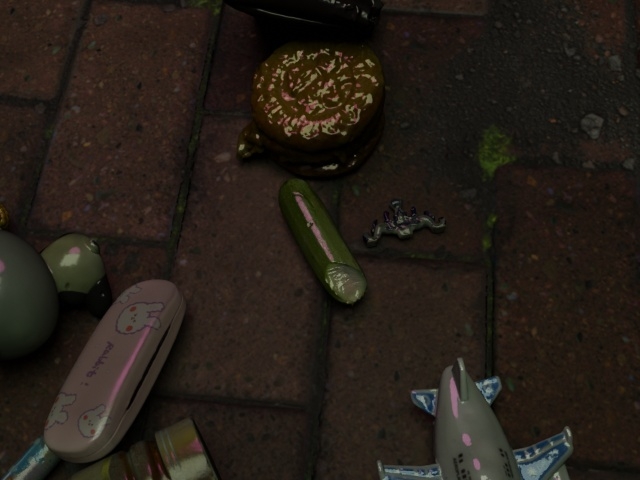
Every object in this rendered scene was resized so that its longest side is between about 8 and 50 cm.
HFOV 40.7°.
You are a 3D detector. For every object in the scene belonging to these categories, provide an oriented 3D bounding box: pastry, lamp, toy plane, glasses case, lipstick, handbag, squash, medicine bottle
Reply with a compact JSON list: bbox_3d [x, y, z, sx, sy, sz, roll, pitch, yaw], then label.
[{"bbox_3d":[-0.008,-0.232,1.414,0.235,0.132,0.240,13,63,7],"label":"pastry"},{"bbox_3d":[-0.440,0.068,1.256,0.243,0.198,0.198,-19,62,-34],"label":"lamp"},{"bbox_3d":[0.207,0.295,1.151,0.266,0.123,0.267,0,66,1],"label":"toy plane"},{"bbox_3d":[-0.284,0.176,1.214,0.113,0.075,0.297,-3,46,28],"label":"glasses case"},{"bbox_3d":[-0.420,0.341,1.178,0.048,0.048,0.158,33,68,17],"label":"lipstick"},{"bbox_3d":[-0.021,-0.407,1.438,0.256,0.285,0.114,17,102,2],"label":"handbag"},{"bbox_3d":[0.000,0.000,1.332,0.069,0.069,0.239,-25,65,-11],"label":"squash"},{"bbox_3d":[-0.281,0.366,1.105,0.322,0.151,0.151,-25,65,-11],"label":"medicine bottle"}]

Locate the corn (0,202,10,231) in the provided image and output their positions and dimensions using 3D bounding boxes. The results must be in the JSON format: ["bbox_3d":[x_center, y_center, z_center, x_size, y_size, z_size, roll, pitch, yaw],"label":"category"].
[{"bbox_3d":[-0.580,-0.083,1.381,0.080,0.080,0.231,-37,69,-16],"label":"corn"}]

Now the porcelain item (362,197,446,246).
[{"bbox_3d":[0.128,-0.037,1.375,0.136,0.021,0.075,-12,59,-5],"label":"porcelain item"}]
